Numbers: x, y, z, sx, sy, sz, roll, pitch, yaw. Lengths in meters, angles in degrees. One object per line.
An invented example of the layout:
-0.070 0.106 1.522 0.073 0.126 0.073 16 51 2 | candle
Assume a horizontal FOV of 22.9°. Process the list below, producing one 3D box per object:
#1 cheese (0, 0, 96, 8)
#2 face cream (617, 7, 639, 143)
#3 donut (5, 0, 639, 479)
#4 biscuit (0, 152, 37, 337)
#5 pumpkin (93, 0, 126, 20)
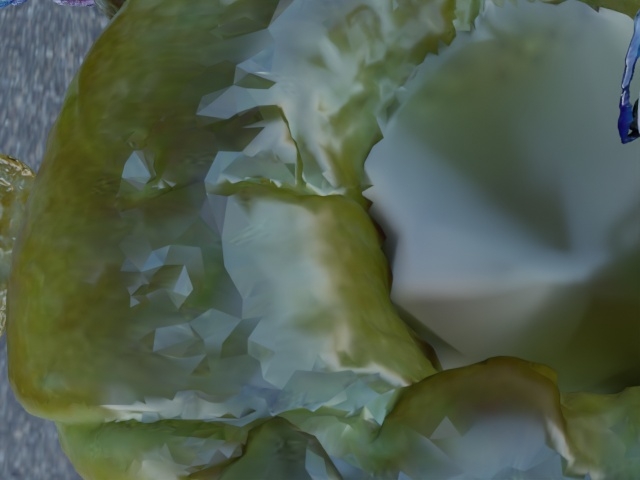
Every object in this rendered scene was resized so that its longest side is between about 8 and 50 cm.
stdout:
-0.228 -0.235 1.363 0.145 0.038 0.095 -20 70 -15 | cheese
0.181 -0.017 0.300 0.244 0.058 0.092 17 78 17 | face cream
0.081 0.018 0.490 0.360 0.170 0.360 -4 64 7 | donut
-0.335 0.034 1.491 0.118 0.029 0.247 26 77 -25 | biscuit
-0.058 -0.224 1.190 0.232 0.242 0.325 -50 139 8 | pumpkin
